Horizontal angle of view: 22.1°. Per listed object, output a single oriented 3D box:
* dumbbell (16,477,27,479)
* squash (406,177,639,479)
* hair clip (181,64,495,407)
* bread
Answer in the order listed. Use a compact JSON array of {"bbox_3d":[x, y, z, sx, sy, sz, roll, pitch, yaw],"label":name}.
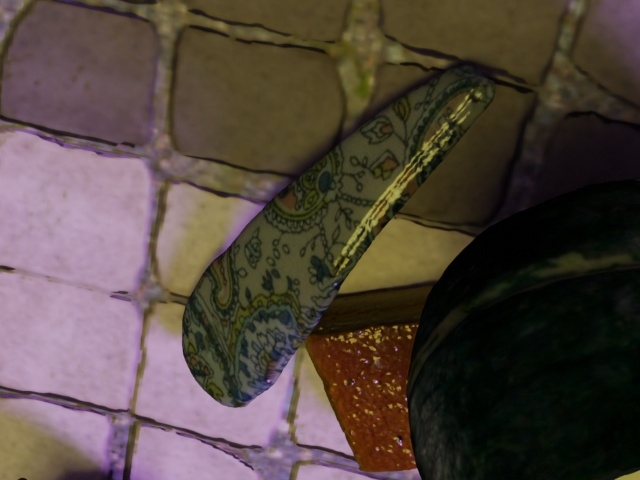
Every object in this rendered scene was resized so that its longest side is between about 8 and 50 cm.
[{"bbox_3d":[-0.113,0.209,0.898,0.099,0.099,0.208,-18,119,22],"label":"dumbbell"},{"bbox_3d":[0.141,0.096,0.675,0.165,0.252,0.252,-28,117,18],"label":"squash"},{"bbox_3d":[-0.002,0.000,0.758,0.036,0.066,0.229,1,140,-48],"label":"hair clip"},{"bbox_3d":[0.047,0.068,0.805,0.090,0.035,0.094,-11,123,18],"label":"bread"}]
